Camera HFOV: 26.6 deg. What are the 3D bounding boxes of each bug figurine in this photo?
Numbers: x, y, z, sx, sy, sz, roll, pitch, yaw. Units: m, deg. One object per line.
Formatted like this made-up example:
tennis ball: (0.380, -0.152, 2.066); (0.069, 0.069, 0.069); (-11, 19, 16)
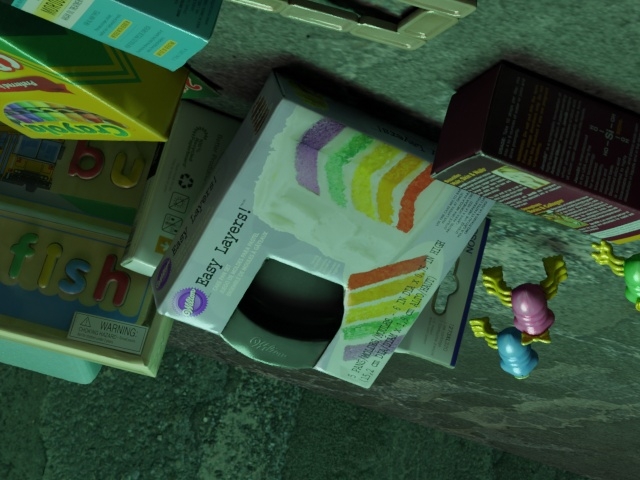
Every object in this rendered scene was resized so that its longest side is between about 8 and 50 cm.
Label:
bug figurine: (0.288, 0.078, 1.429); (0.279, 0.072, 0.216); (-13, 149, 15)

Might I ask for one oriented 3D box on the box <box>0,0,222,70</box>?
box: (-0.202, -0.212, 1.046); (0.244, 0.060, 0.100); (20, 165, -19)

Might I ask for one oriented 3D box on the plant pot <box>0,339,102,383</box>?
plant pot: (-0.375, -0.008, 1.688); (0.248, 0.247, 0.252); (13, 149, 11)

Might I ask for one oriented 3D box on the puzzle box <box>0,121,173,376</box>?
puzzle box: (-0.331, -0.033, 1.459); (0.409, 0.272, 0.052); (13, 163, 7)

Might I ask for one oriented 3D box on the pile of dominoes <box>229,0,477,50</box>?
pile of dominoes: (-0.003, -0.207, 0.952); (0.251, 0.040, 0.196); (12, 168, -20)

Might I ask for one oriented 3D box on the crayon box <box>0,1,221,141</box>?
crayon box: (-0.267, -0.169, 1.247); (0.202, 0.081, 0.318); (4, 162, 39)

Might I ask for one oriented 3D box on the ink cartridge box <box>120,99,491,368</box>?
ink cartridge box: (-0.009, 0.000, 1.426); (0.371, 0.175, 0.069); (19, 166, -16)

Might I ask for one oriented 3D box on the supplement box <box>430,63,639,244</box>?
supplement box: (0.202, -0.068, 1.127); (0.188, 0.080, 0.104); (19, 166, -15)

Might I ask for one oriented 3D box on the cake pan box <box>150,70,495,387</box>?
cake pan box: (0.000, 0.000, 1.297); (0.246, 0.267, 0.070); (24, -156, -22)
